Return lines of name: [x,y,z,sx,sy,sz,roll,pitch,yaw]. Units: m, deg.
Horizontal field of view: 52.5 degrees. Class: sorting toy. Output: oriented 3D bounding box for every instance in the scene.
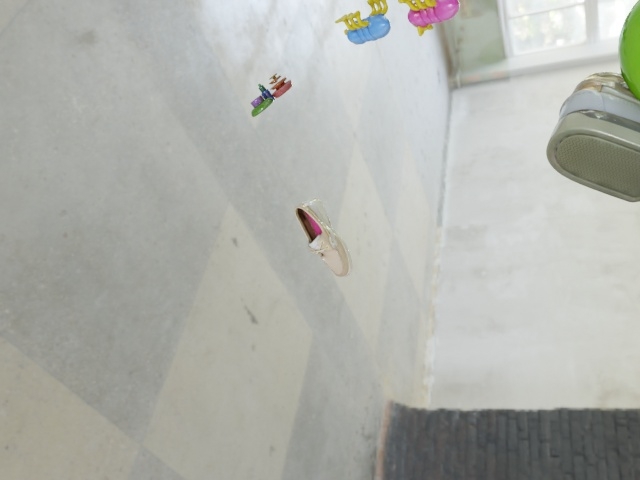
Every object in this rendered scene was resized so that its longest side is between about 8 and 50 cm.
sorting toy: [-0.101,-0.279,1.222,0.042,0.102,0.061,51,-5,-15]

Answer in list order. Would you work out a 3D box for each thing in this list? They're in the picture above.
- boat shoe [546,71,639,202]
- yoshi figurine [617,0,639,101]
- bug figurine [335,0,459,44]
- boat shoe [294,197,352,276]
boat shoe: [0.369,-0.069,0.599,0.103,0.302,0.113,-61,175,-26]
yoshi figurine: [0.313,-0.101,0.412,0.203,0.203,0.362,43,16,-17]
bug figurine: [0.167,-0.363,0.959,0.279,0.216,0.072,-36,114,-19]
boat shoe: [0.000,0.000,1.262,0.059,0.063,0.170,-19,75,-45]
